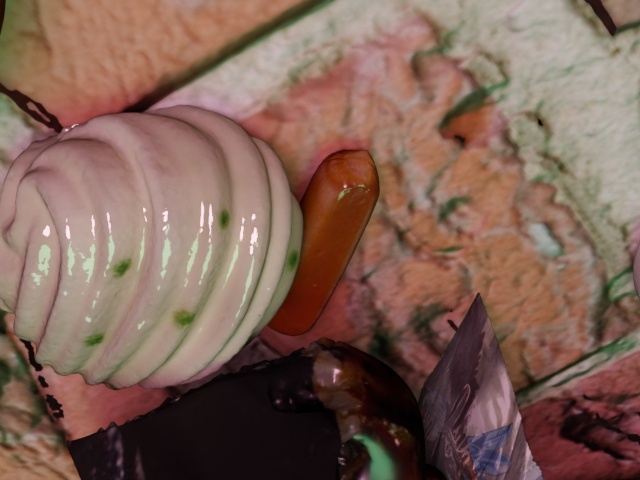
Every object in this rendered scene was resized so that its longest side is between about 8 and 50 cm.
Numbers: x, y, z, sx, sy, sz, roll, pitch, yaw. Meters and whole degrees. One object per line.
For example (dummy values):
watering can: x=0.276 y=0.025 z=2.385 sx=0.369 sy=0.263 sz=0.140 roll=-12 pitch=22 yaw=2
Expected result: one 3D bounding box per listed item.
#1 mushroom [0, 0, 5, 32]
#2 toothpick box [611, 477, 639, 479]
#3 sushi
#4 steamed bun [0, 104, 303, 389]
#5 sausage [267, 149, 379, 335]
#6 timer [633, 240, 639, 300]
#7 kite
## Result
mushroom: x=-0.249 y=-0.098 z=0.552 sx=0.267 sy=0.254 sz=0.267 roll=-29 pitch=156 yaw=-14
toothpick box: x=0.224 y=0.378 z=0.965 sx=0.425 sy=0.409 sz=0.409 roll=-22 pitch=150 yaw=-49
sushi: x=-0.024 y=0.163 z=0.819 sx=0.212 sy=0.215 sz=0.227 roll=-27 pitch=150 yaw=-12
steamed bun: x=-0.096 y=0.015 z=0.756 sx=0.183 sy=0.106 sz=0.183 roll=-9 pitch=134 yaw=-9
sausage: x=0.000 y=0.000 z=0.814 sx=0.041 sy=0.039 sz=0.131 roll=13 pitch=127 yaw=-17
timer: x=0.343 y=-0.004 z=0.870 sx=0.237 sy=0.087 sz=0.262 roll=16 pitch=126 yaw=-27
kite: x=0.098 y=0.180 z=0.824 sx=0.015 sy=0.310 sz=0.169 roll=14 pitch=120 yaw=-17
